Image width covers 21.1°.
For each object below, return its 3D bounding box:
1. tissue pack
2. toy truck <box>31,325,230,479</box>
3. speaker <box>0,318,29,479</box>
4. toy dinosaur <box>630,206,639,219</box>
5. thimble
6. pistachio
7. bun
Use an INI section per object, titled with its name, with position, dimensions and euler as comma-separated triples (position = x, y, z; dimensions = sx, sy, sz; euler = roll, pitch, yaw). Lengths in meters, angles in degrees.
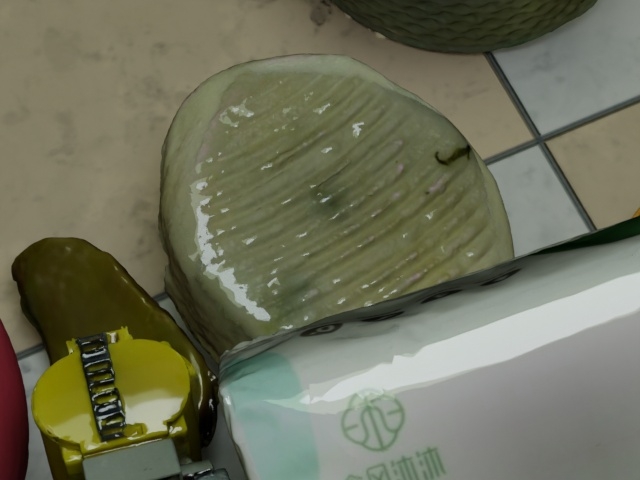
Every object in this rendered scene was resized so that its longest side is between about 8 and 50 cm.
[tissue pack]
position = 0.150, 0.129, 0.905
dimensions = 0.356, 0.194, 0.266
euler = -19, 96, -2
[toy truck]
position = -0.098, 0.143, 0.929
dimensions = 0.098, 0.227, 0.114
euler = -12, 60, -9
[speaker]
position = -0.309, 0.115, 0.917
dimensions = 0.294, 0.294, 0.294
euler = 1, 65, -3
[toy dinosaur]
position = 0.161, 0.100, 1.052
dimensions = 0.117, 0.070, 0.288
euler = 40, 73, 3
[thimble]
position = 0.090, -0.267, 1.137
dimensions = 0.271, 0.150, 0.271
euler = -1, 78, 4
[pistachio]
position = -0.126, 0.072, 1.051
dimensions = 0.089, 0.049, 0.173
euler = -44, 70, 1
[bun]
position = 0.000, 0.000, 1.060
dimensions = 0.237, 0.116, 0.210
euler = 43, 66, -1
